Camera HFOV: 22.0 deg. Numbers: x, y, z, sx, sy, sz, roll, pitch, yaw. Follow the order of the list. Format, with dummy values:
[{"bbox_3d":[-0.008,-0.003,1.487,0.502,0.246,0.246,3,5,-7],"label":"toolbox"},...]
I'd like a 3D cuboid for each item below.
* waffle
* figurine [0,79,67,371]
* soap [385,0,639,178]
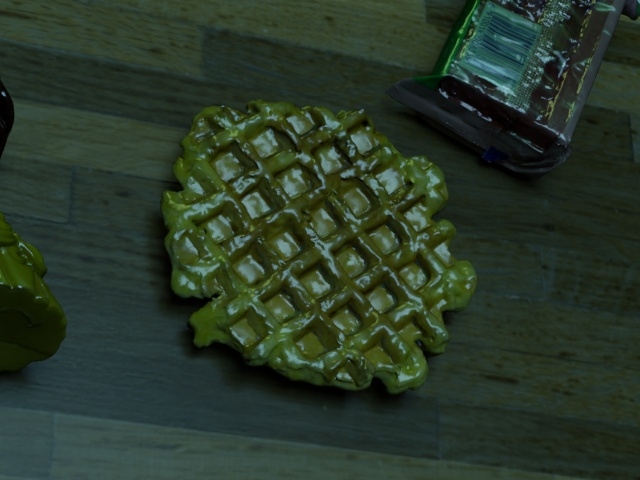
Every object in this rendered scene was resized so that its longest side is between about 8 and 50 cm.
[{"bbox_3d":[0.000,0.000,1.601,0.324,0.068,0.302,14,61,-18],"label":"waffle"},{"bbox_3d":[-0.332,-0.053,1.458,0.187,0.168,0.315,-4,58,-13],"label":"figurine"},{"bbox_3d":[0.218,-0.213,1.777,0.217,0.098,0.273,30,58,-7],"label":"soap"}]
